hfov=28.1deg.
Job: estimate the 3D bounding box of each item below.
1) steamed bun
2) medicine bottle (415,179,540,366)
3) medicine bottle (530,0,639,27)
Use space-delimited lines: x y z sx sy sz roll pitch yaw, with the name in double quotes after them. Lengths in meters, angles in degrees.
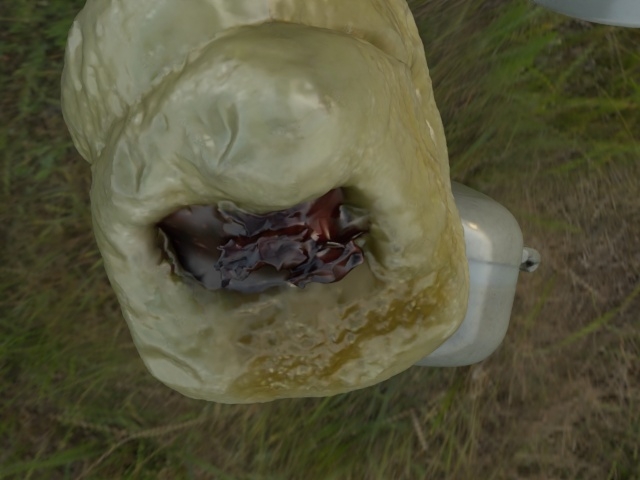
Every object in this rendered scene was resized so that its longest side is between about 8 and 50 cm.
-0.021 -0.041 0.448 0.141 0.155 0.172 -14 69 -1 "steamed bun"
0.000 0.000 0.904 0.282 0.375 0.123 10 96 0 "medicine bottle"
0.204 -0.324 0.920 0.179 0.124 0.324 29 143 31 "medicine bottle"
